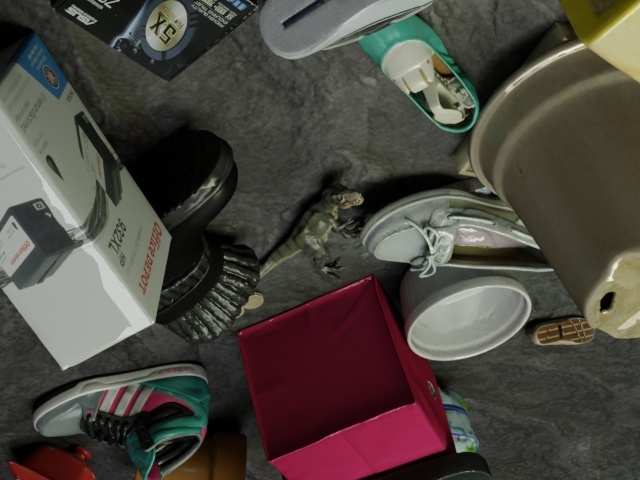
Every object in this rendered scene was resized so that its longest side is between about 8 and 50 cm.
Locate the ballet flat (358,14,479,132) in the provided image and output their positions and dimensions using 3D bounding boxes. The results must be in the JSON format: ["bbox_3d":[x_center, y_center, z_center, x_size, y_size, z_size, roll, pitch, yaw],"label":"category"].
[{"bbox_3d":[0.133,-0.211,1.517,0.083,0.087,0.247,-33,140,21],"label":"ballet flat"}]

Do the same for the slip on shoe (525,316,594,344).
[{"bbox_3d":[0.434,0.166,2.168,0.135,0.052,0.041,-7,-177,-26],"label":"slip on shoe"}]

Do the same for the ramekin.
[{"bbox_3d":[0.226,0.093,1.930,0.207,0.109,0.207,-10,144,-8],"label":"ramekin"}]

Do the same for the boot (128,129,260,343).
[{"bbox_3d":[-0.166,0.003,1.637,0.260,0.131,0.348,26,134,-36],"label":"boot"}]

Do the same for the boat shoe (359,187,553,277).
[{"bbox_3d":[0.214,-0.001,1.760,0.320,0.103,0.118,2,140,-25],"label":"boat shoe"}]

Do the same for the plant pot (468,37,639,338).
[{"bbox_3d":[0.400,-0.052,1.583,0.333,0.306,0.334,-11,143,-8],"label":"plant pot"}]

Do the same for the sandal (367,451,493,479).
[{"bbox_3d":[0.071,0.468,1.932,0.445,0.107,0.167,-24,142,12],"label":"sandal"}]

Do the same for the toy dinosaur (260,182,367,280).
[{"bbox_3d":[0.000,0.000,1.767,0.118,0.064,0.268,18,134,-31],"label":"toy dinosaur"}]

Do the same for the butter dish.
[{"bbox_3d":[-0.444,0.410,2.082,0.159,0.118,0.160,22,148,16],"label":"butter dish"}]

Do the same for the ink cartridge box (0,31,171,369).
[{"bbox_3d":[-0.306,-0.047,1.345,0.129,0.223,0.307,-26,114,11],"label":"ink cartridge box"}]

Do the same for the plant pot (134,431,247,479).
[{"bbox_3d":[-0.239,0.438,2.141,0.187,0.205,0.205,9,139,-8],"label":"plant pot"}]

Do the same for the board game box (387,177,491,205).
[{"bbox_3d":[0.183,-0.039,1.811,0.154,0.026,0.103,-17,144,-1],"label":"board game box"}]

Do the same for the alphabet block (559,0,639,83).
[{"bbox_3d":[0.400,-0.311,1.406,0.197,0.193,0.192,21,128,-40],"label":"alphabet block"}]

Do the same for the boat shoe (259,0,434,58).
[{"bbox_3d":[0.083,-0.313,1.357,0.335,0.121,0.119,-22,-174,21],"label":"boat shoe"}]

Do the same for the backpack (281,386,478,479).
[{"bbox_3d":[0.139,0.409,2.221,0.290,0.273,0.356,20,118,-31],"label":"backpack"}]

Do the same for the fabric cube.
[{"bbox_3d":[0.048,0.258,1.956,0.259,0.254,0.258,-22,142,9],"label":"fabric cube"}]

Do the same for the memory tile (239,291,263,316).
[{"bbox_3d":[-0.172,0.102,1.866,0.148,0.012,0.113,-29,142,17],"label":"memory tile"}]

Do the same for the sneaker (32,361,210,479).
[{"bbox_3d":[-0.316,0.318,1.950,0.295,0.178,0.124,-13,144,-4],"label":"sneaker"}]

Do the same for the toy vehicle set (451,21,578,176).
[{"bbox_3d":[0.323,-0.181,1.673,0.166,0.035,0.267,8,137,-30],"label":"toy vehicle set"}]

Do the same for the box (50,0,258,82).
[{"bbox_3d":[-0.184,-0.279,1.312,0.147,0.078,0.180,-34,140,23],"label":"box"}]
